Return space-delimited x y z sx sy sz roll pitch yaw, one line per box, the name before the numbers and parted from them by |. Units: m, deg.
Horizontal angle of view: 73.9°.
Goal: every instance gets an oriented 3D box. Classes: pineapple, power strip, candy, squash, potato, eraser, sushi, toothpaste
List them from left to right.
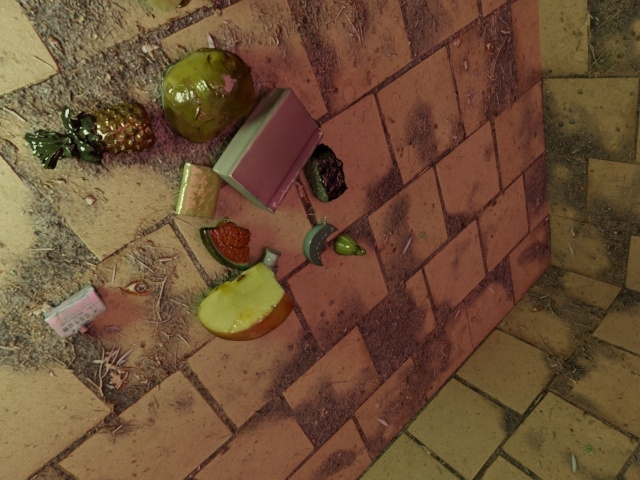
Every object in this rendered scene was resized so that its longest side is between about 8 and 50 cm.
candy | -0.739 0.215 1.292 0.160 0.073 0.092 -36 121 -22
pineapple | -0.624 -0.292 1.165 0.310 0.141 0.170 -22 124 -22
potato | -0.333 -0.443 1.293 0.246 0.196 0.299 41 81 -38
toothpaste | -0.231 0.176 1.686 0.114 0.073 0.299 8 110 -41
eraser | -0.169 -0.312 1.484 0.359 0.122 0.272 -60 141 -8
power strip | 0.000 0.000 1.811 0.137 0.044 0.215 19 95 -40
sushi | 0.018 -0.265 1.676 0.127 0.124 0.224 -35 119 -24
squash | 0.137 0.033 1.871 0.105 0.132 0.105 -16 116 -35

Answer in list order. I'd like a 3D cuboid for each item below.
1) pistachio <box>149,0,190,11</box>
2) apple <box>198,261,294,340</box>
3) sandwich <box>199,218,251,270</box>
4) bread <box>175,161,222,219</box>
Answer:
pistachio | -0.428 -0.771 1.096 0.193 0.214 0.317 -71 152 -49
apple | -0.272 0.245 1.551 0.309 0.314 0.252 -36 92 -9
sandwich | -0.343 0.010 1.532 0.235 0.079 0.159 28 78 -44
bread | -0.404 -0.165 1.422 0.140 0.060 0.178 9 100 -41
